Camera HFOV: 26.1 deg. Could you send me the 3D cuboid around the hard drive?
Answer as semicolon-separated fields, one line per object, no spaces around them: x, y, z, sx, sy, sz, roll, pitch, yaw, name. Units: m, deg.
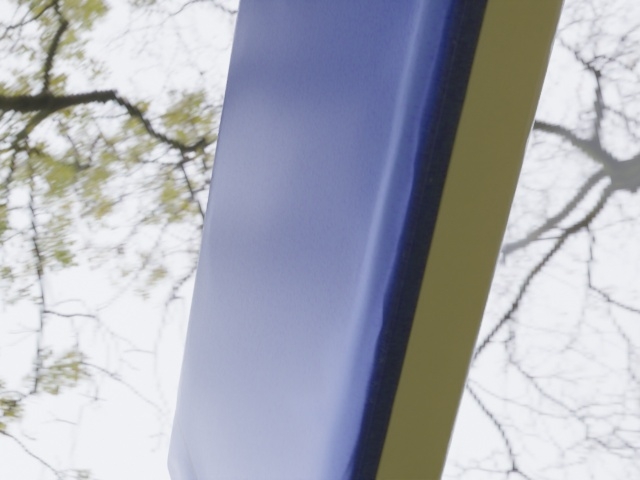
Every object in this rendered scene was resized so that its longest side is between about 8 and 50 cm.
0.000;0.000;0.493;0.040;0.210;0.318;3;-65;-19;hard drive
